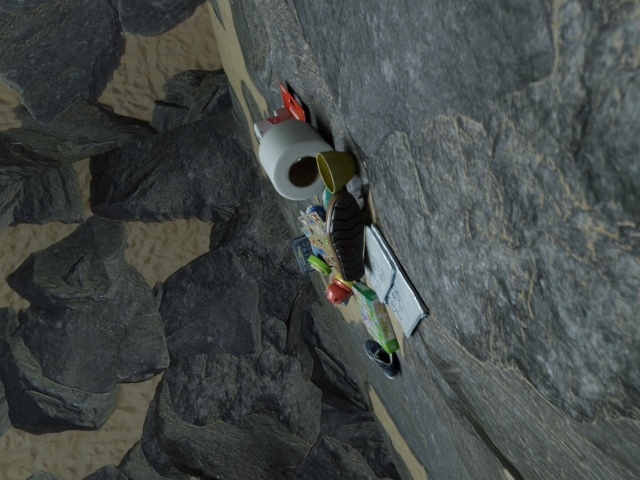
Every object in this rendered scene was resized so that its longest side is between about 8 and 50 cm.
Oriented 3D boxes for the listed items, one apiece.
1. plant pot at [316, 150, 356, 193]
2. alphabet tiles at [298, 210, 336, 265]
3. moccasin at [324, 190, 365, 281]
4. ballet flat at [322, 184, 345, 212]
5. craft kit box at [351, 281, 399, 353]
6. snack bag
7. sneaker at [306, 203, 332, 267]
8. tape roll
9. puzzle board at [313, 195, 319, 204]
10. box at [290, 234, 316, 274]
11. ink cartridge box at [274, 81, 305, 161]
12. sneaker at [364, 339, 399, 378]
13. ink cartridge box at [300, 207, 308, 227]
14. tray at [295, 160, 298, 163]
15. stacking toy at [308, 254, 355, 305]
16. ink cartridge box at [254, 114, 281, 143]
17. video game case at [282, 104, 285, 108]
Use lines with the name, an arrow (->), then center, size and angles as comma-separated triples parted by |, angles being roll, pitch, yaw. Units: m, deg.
plant pot -> 0.058, -0.228, 1.273 | 0.134, 0.095, 0.134 | 157, 90, -81
alphabet tiles -> 0.043, 0.020, 1.738 | 0.342, 0.011, 0.285 | 52, 155, -15
moccasin -> 0.089, -0.023, 1.409 | 0.380, 0.139, 0.147 | 70, 180, -45
ballet flat -> 0.069, -0.103, 1.527 | 0.096, 0.095, 0.280 | -105, -4, -66
craft kit box -> 0.232, 0.323, 1.732 | 0.246, 0.061, 0.250 | 67, 171, -13
snack bag -> 0.235, 0.152, 1.366 | 0.323, 0.037, 0.342 | 87, 158, -62
sneaker -> 0.000, 0.000, 1.920 | 0.147, 0.130, 0.329 | -84, -21, -61
tape roll -> -0.084, -0.291, 1.461 | 0.246, 0.246, 0.169 | 77, 167, -46
puzzle board -> -0.038, -0.248, 2.009 | 0.128, 0.011, 0.096 | -124, 16, -47
box -> -0.051, 0.066, 2.291 | 0.059, 0.184, 0.232 | -126, 15, -52
ink cartridge box -> -0.122, -0.480, 1.665 | 0.238, 0.060, 0.275 | 77, 166, -49
sneaker -> 0.262, 0.503, 1.827 | 0.226, 0.086, 0.163 | 43, 167, 45
ink cartridge box -> -0.030, -0.077, 2.095 | 0.203, 0.086, 0.148 | -137, 34, -67
tray -> -0.140, -0.420, 1.881 | 0.270, 0.030, 0.145 | 57, -159, 1
stacking toy -> 0.032, 0.216, 1.971 | 0.280, 0.130, 0.309 | 34, 169, 14
ink cartridge box -> -0.197, -0.427, 1.683 | 0.150, 0.109, 0.063 | 65, 167, 4
video game case -> -0.110, -0.497, 1.793 | 0.201, 0.023, 0.183 | -126, 17, -55
